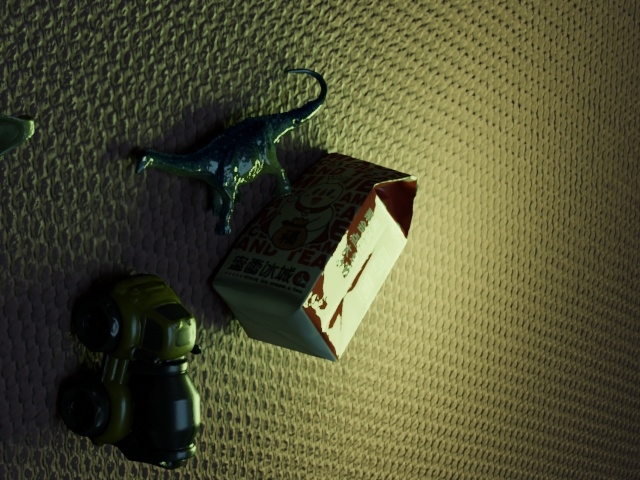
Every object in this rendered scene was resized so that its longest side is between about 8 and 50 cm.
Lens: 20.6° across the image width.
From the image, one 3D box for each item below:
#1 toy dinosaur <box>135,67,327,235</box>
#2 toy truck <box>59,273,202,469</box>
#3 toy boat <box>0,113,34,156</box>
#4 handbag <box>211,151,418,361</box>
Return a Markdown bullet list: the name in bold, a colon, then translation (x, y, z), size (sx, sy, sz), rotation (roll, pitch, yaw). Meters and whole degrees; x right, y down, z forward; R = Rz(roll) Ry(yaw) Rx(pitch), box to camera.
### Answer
- **toy dinosaur**: translation (-0.104, -0.105, 2.294), size (0.363, 0.076, 0.147), rotation (-30, 123, -41)
- **toy truck**: translation (-0.213, 0.162, 2.187), size (0.147, 0.165, 0.224), rotation (-10, 114, -53)
- **toy boat**: translation (-0.390, -0.103, 1.876), size (0.185, 0.071, 0.089), rotation (-31, 130, -46)
- **handbag**: translation (0.000, 0.000, 2.425), size (0.298, 0.171, 0.151), rotation (-60, 142, -23)
